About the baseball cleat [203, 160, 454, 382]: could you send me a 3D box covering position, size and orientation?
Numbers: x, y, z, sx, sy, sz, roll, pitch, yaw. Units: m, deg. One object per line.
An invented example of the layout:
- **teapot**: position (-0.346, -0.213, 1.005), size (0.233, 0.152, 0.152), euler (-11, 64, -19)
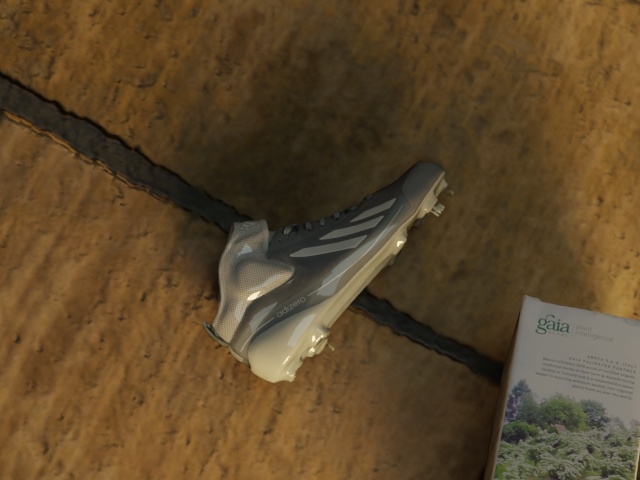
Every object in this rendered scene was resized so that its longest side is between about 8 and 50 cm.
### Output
- **baseball cleat**: position (0.000, 0.000, 1.341), size (0.109, 0.072, 0.206), euler (38, 64, 6)

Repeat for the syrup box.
- **syrup box**: position (0.156, 0.163, 1.284), size (0.093, 0.096, 0.237), euler (12, 56, 3)
